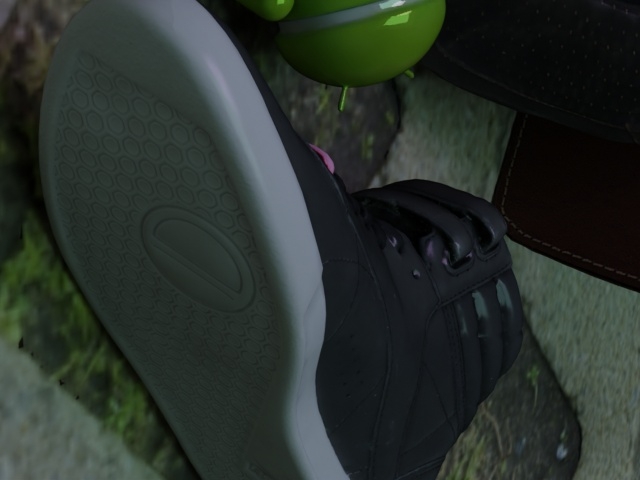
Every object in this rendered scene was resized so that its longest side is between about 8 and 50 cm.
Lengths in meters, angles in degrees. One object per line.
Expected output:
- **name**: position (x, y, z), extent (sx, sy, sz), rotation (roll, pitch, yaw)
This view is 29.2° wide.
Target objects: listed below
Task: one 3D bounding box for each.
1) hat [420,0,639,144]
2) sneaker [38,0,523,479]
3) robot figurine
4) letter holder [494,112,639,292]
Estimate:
- **hat**: position (0.154, -0.211, 0.518), extent (0.134, 0.331, 0.331), rotation (-88, 167, -58)
- **sneaker**: position (0.000, 0.000, 0.466), extent (0.147, 0.104, 0.296), rotation (-52, 143, -30)
- **robot figurine**: position (0.008, -0.108, 0.449), extent (0.101, 0.067, 0.115), rotation (-27, 109, -39)
- **letter holder**: position (0.269, -0.047, 0.619), extent (0.152, 0.302, 0.214), rotation (22, 85, -53)
